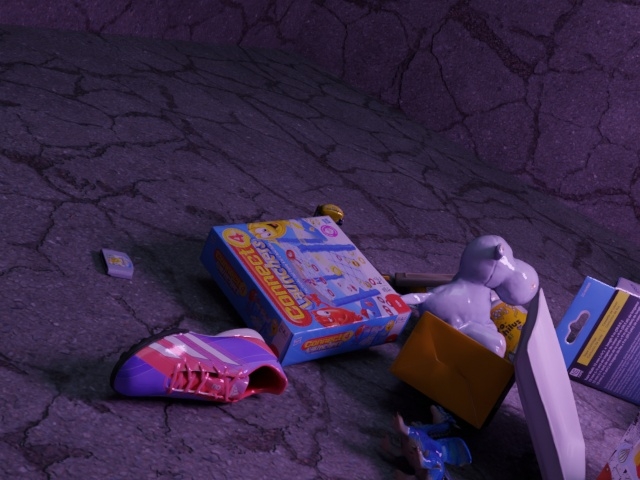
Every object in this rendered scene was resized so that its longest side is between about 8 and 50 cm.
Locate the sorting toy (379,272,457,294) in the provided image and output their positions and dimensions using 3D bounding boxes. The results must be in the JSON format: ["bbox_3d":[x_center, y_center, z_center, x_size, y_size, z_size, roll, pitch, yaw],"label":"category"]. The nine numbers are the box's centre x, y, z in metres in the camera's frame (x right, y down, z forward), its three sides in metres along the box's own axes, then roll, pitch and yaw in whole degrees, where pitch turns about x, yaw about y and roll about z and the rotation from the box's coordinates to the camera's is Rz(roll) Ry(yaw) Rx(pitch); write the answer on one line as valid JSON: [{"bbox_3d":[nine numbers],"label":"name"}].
[{"bbox_3d":[0.262,0.104,2.191,0.347,0.047,0.196,2,2,4],"label":"sorting toy"}]

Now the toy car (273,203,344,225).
[{"bbox_3d":[0.000,0.000,2.121,0.225,0.239,0.053,39,45,-38],"label":"toy car"}]

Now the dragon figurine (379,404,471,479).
[{"bbox_3d":[0.189,0.360,1.531,0.144,0.085,0.289,15,21,-23],"label":"dragon figurine"}]

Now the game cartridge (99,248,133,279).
[{"bbox_3d":[-0.382,0.044,1.775,0.056,0.017,0.083,16,22,-31],"label":"game cartridge"}]

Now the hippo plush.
[{"bbox_3d":[0.320,0.100,1.996,0.294,0.237,0.234,36,0,-8],"label":"hippo plush"}]

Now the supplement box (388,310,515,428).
[{"bbox_3d":[0.254,0.241,1.743,0.191,0.129,0.194,31,-1,18],"label":"supplement box"}]

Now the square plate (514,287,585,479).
[{"bbox_3d":[0.414,0.297,1.704,0.049,0.344,0.347,-14,10,20],"label":"square plate"}]

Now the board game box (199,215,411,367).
[{"bbox_3d":[-0.030,0.087,1.839,0.301,0.086,0.308,-7,44,-41],"label":"board game box"}]

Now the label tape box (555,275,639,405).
[{"bbox_3d":[0.700,0.226,2.177,0.347,0.249,0.115,22,21,-6],"label":"label tape box"}]

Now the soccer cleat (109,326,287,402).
[{"bbox_3d":[-0.182,0.207,1.479,0.318,0.109,0.116,1,34,-51],"label":"soccer cleat"}]

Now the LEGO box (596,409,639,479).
[{"bbox_3d":[0.705,0.435,1.508,0.193,0.373,0.500,16,22,-19],"label":"LEGO box"}]

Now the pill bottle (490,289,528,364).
[{"bbox_3d":[0.429,0.204,2.126,0.117,0.118,0.208,8,26,-36],"label":"pill bottle"}]
